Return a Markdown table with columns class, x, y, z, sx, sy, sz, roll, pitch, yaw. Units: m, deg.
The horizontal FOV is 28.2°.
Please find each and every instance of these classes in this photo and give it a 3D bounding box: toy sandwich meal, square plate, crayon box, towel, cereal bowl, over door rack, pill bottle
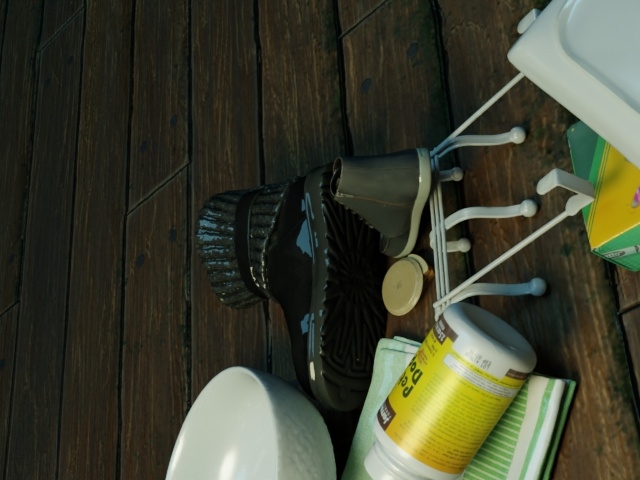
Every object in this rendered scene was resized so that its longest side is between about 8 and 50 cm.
| class | x | y | z | sx | sy | sz | roll | pitch | yaw |
| --- | --- | --- | --- | --- | --- | --- | --- | --- | --- |
| toy sandwich meal | 0.114 | 0.059 | 1.658 | 0.085 | 0.029 | 0.086 | -25 | 58 | 47 |
| square plate | 0.391 | -0.228 | 1.234 | 0.347 | 0.049 | 0.344 | -49 | 52 | 11 |
| crayon box | 0.397 | -0.104 | 1.322 | 0.278 | 0.081 | 0.165 | -34 | 47 | 38 |
| towel | 0.146 | 0.250 | 1.504 | 0.325 | 0.038 | 0.248 | 7 | 78 | 54 |
| cereal bowl | -0.078 | 0.338 | 1.640 | 0.339 | 0.141 | 0.339 | -37 | 46 | 51 |
| over door rack | 0.225 | -0.067 | 1.483 | 0.324 | 0.108 | 0.240 | 124 | 149 | -53 |
| pill bottle | 0.138 | 0.183 | 1.414 | 0.215 | 0.117 | 0.117 | -59 | 36 | 15 |

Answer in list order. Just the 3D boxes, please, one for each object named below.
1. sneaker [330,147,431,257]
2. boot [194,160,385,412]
| class | x | y | z | sx | sy | sz | roll | pitch | yaw |
| --- | --- | --- | --- | --- | --- | --- | --- | --- | --- |
| sneaker | 0.068 | -0.051 | 1.625 | 0.222 | 0.118 | 0.083 | 99 | 171 | -59 |
| boot | -0.050 | 0.075 | 1.733 | 0.260 | 0.131 | 0.348 | -17 | 65 | 39 |
